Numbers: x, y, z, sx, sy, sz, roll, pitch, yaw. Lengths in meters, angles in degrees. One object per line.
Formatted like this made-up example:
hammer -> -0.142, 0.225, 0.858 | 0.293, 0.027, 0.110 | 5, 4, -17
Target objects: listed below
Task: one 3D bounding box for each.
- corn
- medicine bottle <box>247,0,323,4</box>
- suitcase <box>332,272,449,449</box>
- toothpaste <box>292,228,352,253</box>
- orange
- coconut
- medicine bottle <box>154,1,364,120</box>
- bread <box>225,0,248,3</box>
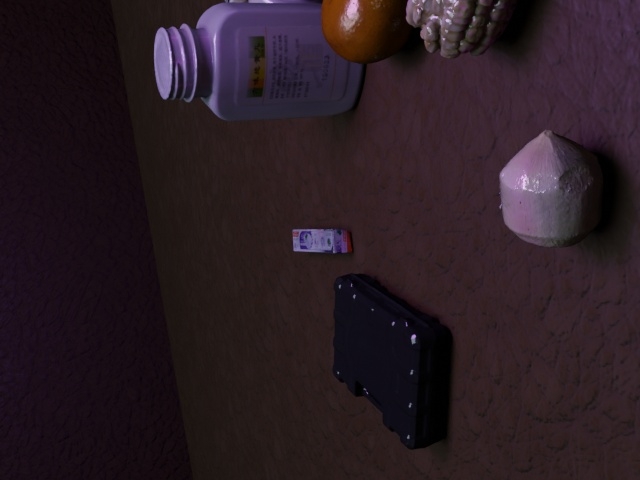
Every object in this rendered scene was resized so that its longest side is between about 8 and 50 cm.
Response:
corn -> 0.196, -0.355, 0.851 | 0.126, 0.127, 0.335 | 63, 146, 37
medicine bottle -> -0.059, -0.399, 1.366 | 0.252, 0.145, 0.144 | 104, 148, -44
suitcase -> 0.105, 0.186, 1.274 | 0.285, 0.066, 0.206 | -146, 53, -60
toothpaste -> 0.000, 0.000, 1.483 | 0.196, 0.040, 0.047 | 180, 87, -66
orange -> 0.071, -0.331, 1.122 | 0.156, 0.124, 0.156 | -169, 90, -67
coconut -> 0.245, -0.059, 0.839 | 0.110, 0.110, 0.124 | 33, 134, 60
medicine bottle -> -0.097, -0.287, 1.257 | 0.124, 0.324, 0.179 | -132, 41, -51
bread -> -0.118, -0.528, 1.405 | 0.207, 0.056, 0.286 | 59, -136, -83
